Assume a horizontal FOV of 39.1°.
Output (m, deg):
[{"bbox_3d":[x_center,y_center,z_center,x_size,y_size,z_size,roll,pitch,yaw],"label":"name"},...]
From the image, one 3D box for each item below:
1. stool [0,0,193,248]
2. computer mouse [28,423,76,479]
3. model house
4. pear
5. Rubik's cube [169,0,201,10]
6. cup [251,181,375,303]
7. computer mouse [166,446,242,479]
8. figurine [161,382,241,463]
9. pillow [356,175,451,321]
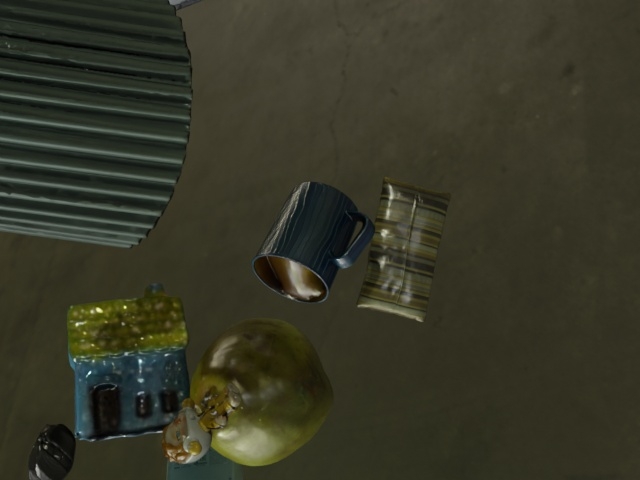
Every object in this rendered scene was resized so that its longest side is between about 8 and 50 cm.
[{"bbox_3d":[-0.346,-0.150,0.963,0.297,0.330,0.297,-11,77,55],"label":"stool"},{"bbox_3d":[-0.429,0.351,1.454,0.172,0.057,0.099,110,-178,-60],"label":"computer mouse"},{"bbox_3d":[-0.377,0.242,1.793,0.215,0.237,0.303,134,130,-69],"label":"model house"},{"bbox_3d":[-0.108,0.276,1.660,0.269,0.321,0.269,-5,79,28],"label":"pear"},{"bbox_3d":[-0.395,-0.465,1.222,0.344,0.337,0.344,-31,41,-26],"label":"Rubik's cube"},{"bbox_3d":[-0.001,0.005,1.273,0.150,0.113,0.138,17,60,14],"label":"cup"},{"bbox_3d":[-0.238,0.527,1.876,0.160,0.097,0.288,-10,53,7],"label":"computer mouse"},{"bbox_3d":[-0.173,0.263,1.307,0.143,0.068,0.101,-57,32,-6],"label":"figurine"},{"bbox_3d":[0.127,0.012,1.353,0.038,0.113,0.203,162,120,-76],"label":"pillow"}]
